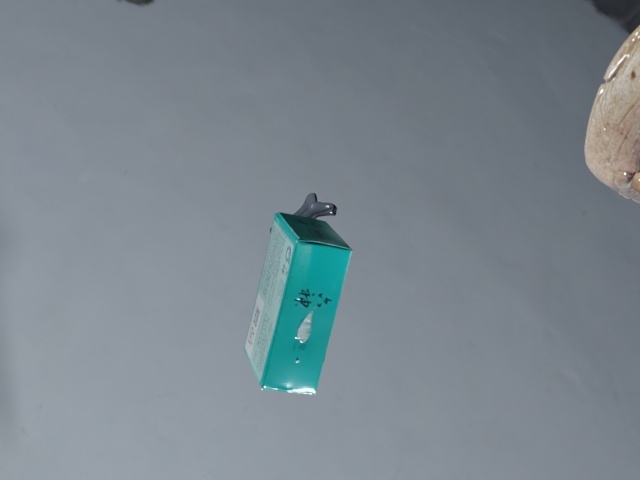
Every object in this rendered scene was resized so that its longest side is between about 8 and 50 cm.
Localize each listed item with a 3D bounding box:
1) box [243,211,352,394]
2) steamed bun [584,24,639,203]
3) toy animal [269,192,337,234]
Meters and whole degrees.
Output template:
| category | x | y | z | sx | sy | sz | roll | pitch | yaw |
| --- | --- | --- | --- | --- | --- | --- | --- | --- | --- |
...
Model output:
| category | x | y | z | sx | sy | sz | roll | pitch | yaw |
| --- | --- | --- | --- | --- | --- | --- | --- | --- | --- |
| box | -0.039 | 0.096 | 1.474 | 0.092 | 0.244 | 0.153 | 10 | 15 | -18 |
| steamed bun | 0.474 | -0.187 | 1.199 | 0.252 | 0.301 | 0.199 | 19 | 27 | -29 |
| toy animal | 0.003 | 0.003 | 1.836 | 0.117 | 0.210 | 0.121 | 41 | 86 | 23 |
